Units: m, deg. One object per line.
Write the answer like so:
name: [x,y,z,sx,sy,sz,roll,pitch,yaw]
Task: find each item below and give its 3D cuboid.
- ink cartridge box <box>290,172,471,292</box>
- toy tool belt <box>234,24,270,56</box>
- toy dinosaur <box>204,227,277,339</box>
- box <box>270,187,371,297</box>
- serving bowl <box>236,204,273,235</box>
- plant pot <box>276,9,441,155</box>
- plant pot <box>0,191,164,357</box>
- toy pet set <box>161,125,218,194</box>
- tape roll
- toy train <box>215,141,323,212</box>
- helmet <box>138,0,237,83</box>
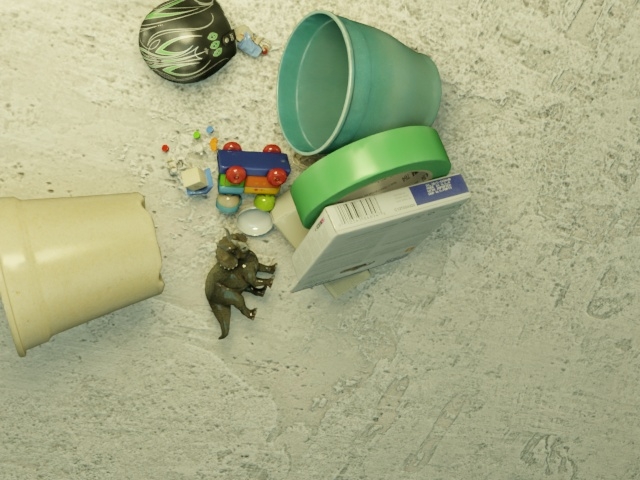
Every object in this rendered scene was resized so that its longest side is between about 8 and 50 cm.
ink cartridge box: [0.108,-0.014,1.690,0.324,0.071,0.330,-16,164,-26]
toy tool belt: [-0.134,-0.383,1.561,0.083,0.051,0.052,27,113,-29]
toy dinosaur: [-0.200,0.093,1.848,0.160,0.121,0.313,24,127,-9]
box: [0.000,0.000,1.829,0.113,0.094,0.275,-31,125,7]
serving bowl: [-0.148,-0.050,1.793,0.083,0.027,0.083,-2,134,-2]
plant pot: [0.088,-0.293,1.563,0.255,0.272,0.272,1,124,-32]
plant pot: [-0.492,0.036,1.616,0.305,0.334,0.334,-14,126,-19]
toy pet set: [-0.255,-0.160,1.664,0.122,0.114,0.065,-18,164,15]
tape roll: [0.100,-0.119,1.595,0.321,0.077,0.321,-20,168,-4]
toy train: [-0.105,-0.124,1.721,0.248,0.105,0.143,2,133,-16]
helmet: [-0.254,-0.371,1.482,0.161,0.169,0.169,-27,127,-16]
